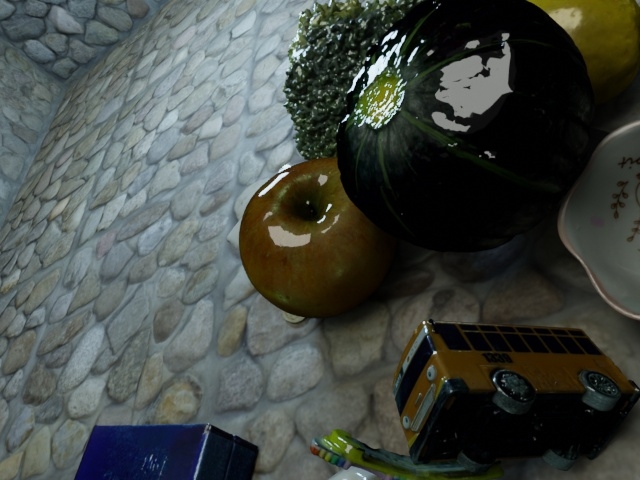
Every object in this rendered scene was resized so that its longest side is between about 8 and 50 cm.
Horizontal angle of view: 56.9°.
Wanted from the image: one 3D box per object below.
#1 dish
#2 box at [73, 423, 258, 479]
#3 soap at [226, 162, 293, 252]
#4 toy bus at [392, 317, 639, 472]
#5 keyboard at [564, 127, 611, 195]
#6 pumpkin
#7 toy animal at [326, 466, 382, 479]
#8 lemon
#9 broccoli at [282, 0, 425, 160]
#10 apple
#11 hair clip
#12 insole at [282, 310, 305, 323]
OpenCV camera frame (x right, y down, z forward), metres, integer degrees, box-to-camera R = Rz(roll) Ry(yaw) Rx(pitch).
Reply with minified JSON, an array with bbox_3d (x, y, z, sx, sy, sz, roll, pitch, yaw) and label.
[{"bbox_3d":[0.358,-0.015,0.574,0.229,0.081,0.230,-13,62,27],"label":"dish"},{"bbox_3d":[-0.247,0.399,0.819,0.278,0.116,0.262,-13,50,36],"label":"box"},{"bbox_3d":[-0.071,-0.038,1.048,0.183,0.063,0.121,-52,40,-2],"label":"soap"},{"bbox_3d":[0.168,0.134,0.538,0.114,0.200,0.098,-114,35,-53],"label":"toy bus"},{"bbox_3d":[0.301,-0.115,0.769,0.103,0.041,0.381,-50,44,-1],"label":"keyboard"},{"bbox_3d":[0.179,-0.125,0.674,0.295,0.296,0.296,-26,43,28],"label":"pumpkin"},{"bbox_3d":[0.071,0.338,0.496,0.289,0.174,0.249,8,64,47],"label":"toy animal"},{"bbox_3d":[0.310,-0.246,0.761,0.207,0.170,0.170,16,71,50],"label":"lemon"},{"bbox_3d":[0.075,-0.295,0.968,0.375,0.249,0.302,-50,40,9],"label":"broccoli"},{"bbox_3d":[0.000,0.000,0.850,0.236,0.208,0.237,-7,59,12],"label":"apple"},{"bbox_3d":[0.076,0.198,0.529,0.060,0.188,0.033,174,109,-77],"label":"hair clip"},{"bbox_3d":[0.000,0.022,0.968,0.081,0.011,0.248,3,62,46],"label":"insole"}]
